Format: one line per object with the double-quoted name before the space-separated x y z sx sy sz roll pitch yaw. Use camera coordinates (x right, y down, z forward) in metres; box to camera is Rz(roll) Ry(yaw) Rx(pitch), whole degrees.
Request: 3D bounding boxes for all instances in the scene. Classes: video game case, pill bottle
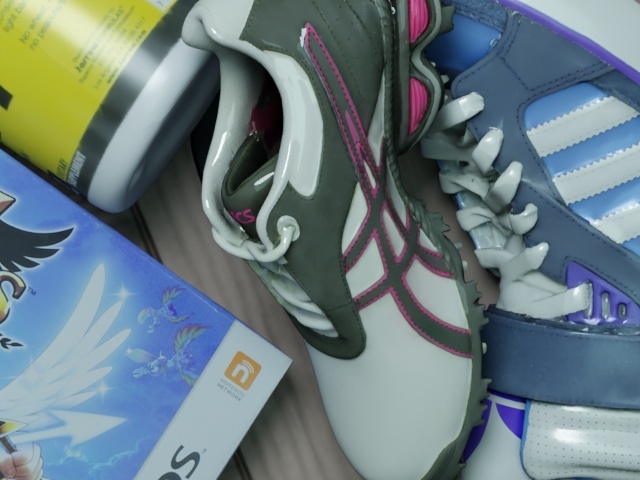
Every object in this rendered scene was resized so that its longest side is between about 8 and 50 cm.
"video game case" -0.186 0.082 0.796 0.269 0.061 0.244 37 77 -18
"pill bottle" -0.148 -0.115 0.793 0.208 0.119 0.119 34 89 2

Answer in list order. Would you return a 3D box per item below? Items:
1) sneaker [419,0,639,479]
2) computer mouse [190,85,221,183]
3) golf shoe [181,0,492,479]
"sneaker" 0.102 0.008 0.838 0.323 0.130 0.236 31 85 -14
"computer mouse" 0.004 0.015 0.871 0.071 0.041 0.242 -30 98 -6
"golf shoe" 0.000 0.000 0.775 0.120 0.105 0.273 -22 110 -38
